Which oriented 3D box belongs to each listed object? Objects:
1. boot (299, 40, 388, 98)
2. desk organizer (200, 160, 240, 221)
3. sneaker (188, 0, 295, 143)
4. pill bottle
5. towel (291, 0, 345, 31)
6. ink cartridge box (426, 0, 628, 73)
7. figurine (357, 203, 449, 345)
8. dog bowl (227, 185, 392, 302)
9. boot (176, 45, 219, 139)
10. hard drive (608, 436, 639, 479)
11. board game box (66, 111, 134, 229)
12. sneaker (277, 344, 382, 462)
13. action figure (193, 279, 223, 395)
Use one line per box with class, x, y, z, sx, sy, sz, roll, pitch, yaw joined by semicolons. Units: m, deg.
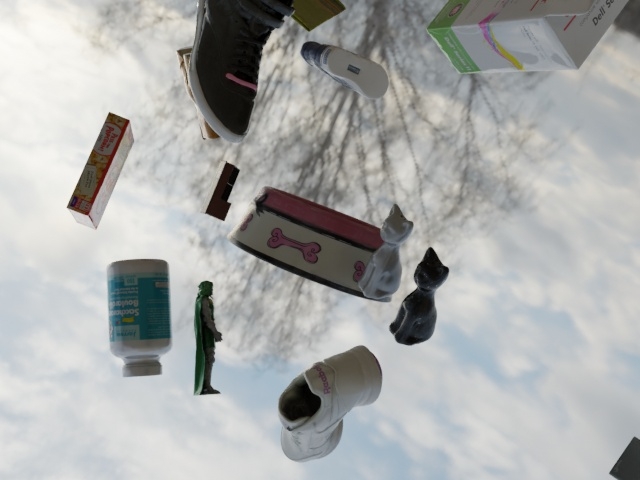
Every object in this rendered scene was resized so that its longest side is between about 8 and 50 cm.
boot;0.048;-0.331;1.753;0.086;0.069;0.190;30;-175;41
desk organizer;-0.222;-0.112;2.089;0.050;0.130;0.047;23;177;-22
sneaker;-0.109;-0.293;1.343;0.104;0.146;0.296;21;-125;-40
pill bottle;-0.413;0.178;2.100;0.146;0.264;0.146;-4;173;0
towel;-0.017;-0.540;2.104;0.102;0.021;0.237;40;-148;0
ink cartridge box;0.371;-0.387;1.516;0.119;0.207;0.353;47;162;-29
figurine;0.169;0.061;1.814;0.092;0.210;0.215;-13;-131;-28
dog bowl;0.000;0.000;2.114;0.407;0.151;0.408;21;-175;-2
boot;-0.270;-0.351;2.164;0.104;0.211;0.295;-11;-161;0
hard drive;0.657;0.464;1.826;0.135;0.094;0.022;31;173;48
board game box;-0.408;-0.127;1.712;0.045;0.194;0.147;22;169;-4
sneaker;-0.023;0.265;1.450;0.152;0.305;0.114;-10;-122;-32
action figure;-0.230;0.196;1.859;0.063;0.232;0.137;-3;171;-7
